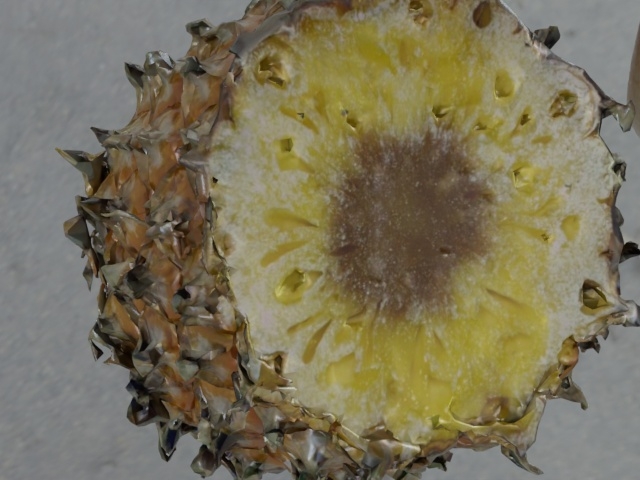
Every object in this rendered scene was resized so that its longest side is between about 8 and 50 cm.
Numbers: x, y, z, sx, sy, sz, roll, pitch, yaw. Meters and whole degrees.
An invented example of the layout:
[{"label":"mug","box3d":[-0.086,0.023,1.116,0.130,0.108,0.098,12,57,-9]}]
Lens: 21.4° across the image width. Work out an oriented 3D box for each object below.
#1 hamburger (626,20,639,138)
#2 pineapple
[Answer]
[{"label":"hamburger","box3d":[0.299,-0.136,1.148,0.147,0.237,0.237,25,60,23]},{"label":"pineapple","box3d":[0.002,0.002,1.070,0.352,0.300,0.353,6,77,-26]}]
